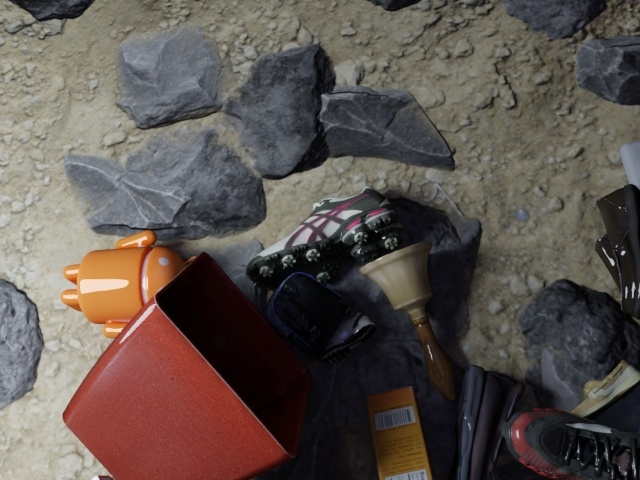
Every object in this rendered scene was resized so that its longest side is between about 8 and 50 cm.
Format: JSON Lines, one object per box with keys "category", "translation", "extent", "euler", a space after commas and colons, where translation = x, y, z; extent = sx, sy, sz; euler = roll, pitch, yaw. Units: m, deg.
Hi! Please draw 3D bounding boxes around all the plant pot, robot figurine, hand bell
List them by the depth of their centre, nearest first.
{"category": "plant pot", "translation": [-0.195, 0.213, 0.963], "extent": [0.235, 0.267, 0.267], "euler": [-38, 97, 11]}
{"category": "hand bell", "translation": [0.161, 0.136, 1.067], "extent": [0.126, 0.126, 0.242], "euler": [-20, 80, -1]}
{"category": "robot figurine", "translation": [-0.313, 0.072, 1.119], "extent": [0.219, 0.128, 0.158], "euler": [-3, 31, 5]}

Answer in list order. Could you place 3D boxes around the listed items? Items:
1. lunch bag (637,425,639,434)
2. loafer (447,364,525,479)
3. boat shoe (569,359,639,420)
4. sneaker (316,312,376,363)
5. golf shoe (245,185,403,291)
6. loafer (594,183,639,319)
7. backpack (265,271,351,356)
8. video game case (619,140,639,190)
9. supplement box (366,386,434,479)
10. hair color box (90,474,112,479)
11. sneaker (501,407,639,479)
{"category": "lunch bag", "translation": [0.549, 0.262, 0.947], "extent": [0.151, 0.129, 0.096], "euler": [21, 73, 14]}
{"category": "loafer", "translation": [0.237, 0.333, 0.972], "extent": [0.095, 0.109, 0.303], "euler": [11, 68, 6]}
{"category": "boat shoe", "translation": [0.423, 0.231, 1.020], "extent": [0.135, 0.050, 0.045], "euler": [-31, 58, -9]}
{"category": "sneaker", "translation": [0.038, 0.159, 1.099], "extent": [0.109, 0.040, 0.044], "euler": [-33, 40, -1]}
{"category": "golf shoe", "translation": [0.000, 0.000, 1.141], "extent": [0.272, 0.105, 0.120], "euler": [-21, 47, -3]}
{"category": "loafer", "translation": [0.487, 0.021, 1.084], "extent": [0.078, 0.080, 0.220], "euler": [-12, 65, 38]}
{"category": "backpack", "translation": [-0.028, 0.116, 1.079], "extent": [0.114, 0.084, 0.105], "euler": [39, 65, -6]}
{"category": "video game case", "translation": [0.696, -0.049, 1.099], "extent": [0.328, 0.036, 0.300], "euler": [-9, 69, 3]}
{"category": "supplement box", "translation": [0.121, 0.328, 0.949], "extent": [0.080, 0.078, 0.234], "euler": [-13, 44, 8]}
{"category": "hair color box", "translation": [-0.328, 0.453, 1.015], "extent": [0.093, 0.053, 0.167], "euler": [-34, 71, -6]}
{"category": "sneaker", "translation": [0.392, 0.297, 0.921], "extent": [0.276, 0.135, 0.098], "euler": [20, 73, -1]}
